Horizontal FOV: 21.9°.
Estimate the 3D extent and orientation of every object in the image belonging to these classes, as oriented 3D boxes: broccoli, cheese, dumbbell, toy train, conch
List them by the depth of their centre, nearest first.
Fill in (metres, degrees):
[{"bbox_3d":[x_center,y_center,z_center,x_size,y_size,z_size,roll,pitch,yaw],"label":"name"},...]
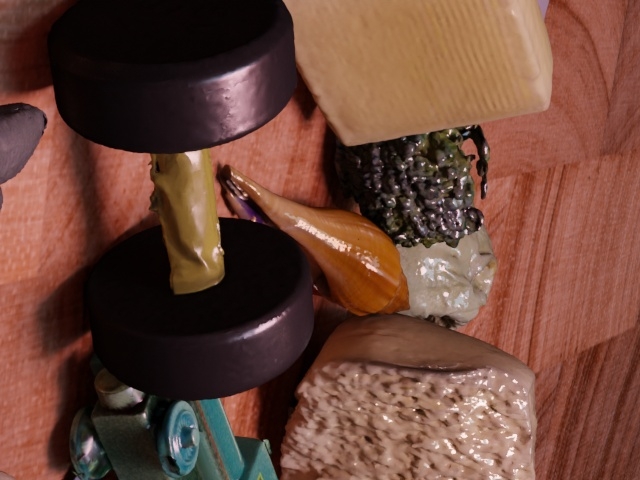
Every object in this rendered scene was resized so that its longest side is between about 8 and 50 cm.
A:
[{"bbox_3d":[-0.113,-0.045,1.411,0.204,0.203,0.322,-42,139,-45],"label":"dumbbell"},{"bbox_3d":[-0.134,0.206,1.590,0.194,0.120,0.298,-70,150,-48],"label":"toy train"},{"bbox_3d":[0.088,-0.224,1.628,0.265,0.242,0.124,60,21,-52],"label":"cheese"},{"bbox_3d":[0.002,-0.004,1.744,0.330,0.109,0.093,43,62,-38],"label":"conch"},{"bbox_3d":[0.114,-0.124,1.852,0.275,0.177,0.199,-69,160,-52],"label":"broccoli"}]

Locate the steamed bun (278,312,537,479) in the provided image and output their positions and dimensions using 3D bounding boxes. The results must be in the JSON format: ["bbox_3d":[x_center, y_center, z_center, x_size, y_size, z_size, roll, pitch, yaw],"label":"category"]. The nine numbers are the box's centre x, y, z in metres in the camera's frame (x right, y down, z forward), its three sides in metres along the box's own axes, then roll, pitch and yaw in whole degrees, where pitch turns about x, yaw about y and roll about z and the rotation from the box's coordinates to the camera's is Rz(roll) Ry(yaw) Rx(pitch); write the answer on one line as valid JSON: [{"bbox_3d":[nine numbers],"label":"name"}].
[{"bbox_3d":[0.114,0.193,1.831,0.273,0.290,0.272,-71,179,-48],"label":"steamed bun"}]

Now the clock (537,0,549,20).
[{"bbox_3d":[0.145,-0.318,1.757,0.083,0.186,0.253,-47,142,-37],"label":"clock"}]

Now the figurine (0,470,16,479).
[{"bbox_3d":[-0.291,0.209,1.200,0.204,0.185,0.332,-17,144,-22],"label":"figurine"}]

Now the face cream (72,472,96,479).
[{"bbox_3d":[-0.278,0.377,1.452,0.385,0.086,0.136,-58,142,-43],"label":"face cream"}]

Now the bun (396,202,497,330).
[{"bbox_3d":[0.137,0.033,1.982,0.212,0.126,0.204,-35,131,-49],"label":"bun"}]

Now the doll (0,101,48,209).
[{"bbox_3d":[-0.326,-0.026,1.141,0.246,0.158,0.340,-53,179,29],"label":"doll"}]
